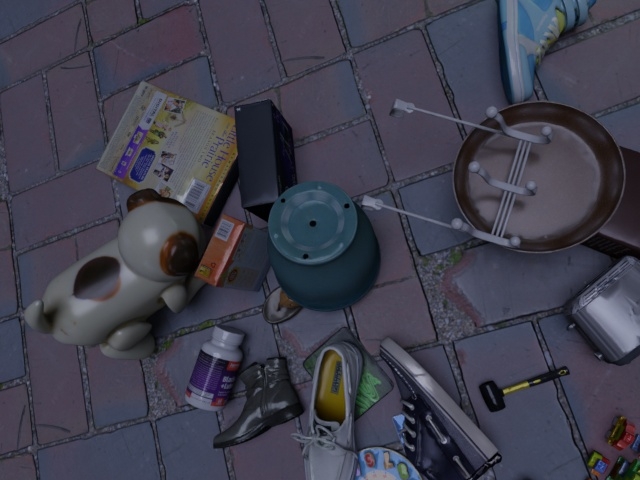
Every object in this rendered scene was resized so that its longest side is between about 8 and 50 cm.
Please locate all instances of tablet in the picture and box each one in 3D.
[{"bbox_3d":[0.204,0.440,1.018,0.054,0.006,0.083,-23,76,10],"label":"tablet"}]

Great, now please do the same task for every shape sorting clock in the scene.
[{"bbox_3d":[0.136,0.577,0.996,0.206,0.040,0.206,-3,80,15],"label":"shape sorting clock"}]

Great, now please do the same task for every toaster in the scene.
[{"bbox_3d":[0.615,0.132,0.893,0.227,0.129,0.146,-43,70,7],"label":"toaster"}]

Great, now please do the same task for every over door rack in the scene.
[{"bbox_3d":[0.253,-0.139,0.862,0.324,0.108,0.239,17,86,18],"label":"over door rack"}]

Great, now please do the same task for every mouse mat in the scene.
[{"bbox_3d":[0.064,0.326,1.077,0.153,0.007,0.189,-42,74,5],"label":"mouse mat"}]

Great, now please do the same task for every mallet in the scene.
[{"bbox_3d":[0.446,0.322,0.958,0.190,0.039,0.062,-15,76,9],"label":"mallet"}]

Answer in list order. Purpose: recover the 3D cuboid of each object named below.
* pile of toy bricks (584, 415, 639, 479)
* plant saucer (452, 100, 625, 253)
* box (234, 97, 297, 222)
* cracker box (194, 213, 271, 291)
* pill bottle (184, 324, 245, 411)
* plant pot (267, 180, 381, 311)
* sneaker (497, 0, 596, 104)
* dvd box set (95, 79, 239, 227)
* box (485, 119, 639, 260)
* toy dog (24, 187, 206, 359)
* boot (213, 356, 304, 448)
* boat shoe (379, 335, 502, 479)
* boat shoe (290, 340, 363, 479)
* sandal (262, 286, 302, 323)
[{"bbox_3d":[0.590,0.464,0.854,0.118,0.105,0.212,28,89,18],"label":"pile of toy bricks"},{"bbox_3d":[0.426,-0.125,0.888,0.311,0.050,0.310,-2,82,15],"label":"plant saucer"},{"bbox_3d":[-0.131,-0.194,1.125,0.103,0.184,0.261,-9,79,14],"label":"box"},{"bbox_3d":[-0.191,0.038,1.077,0.067,0.232,0.155,24,87,19],"label":"cracker box"},{"bbox_3d":[-0.260,0.316,1.114,0.108,0.108,0.193,17,86,18],"label":"pill bottle"},{"bbox_3d":[0.000,0.000,0.991,0.272,0.255,0.271,-2,70,6],"label":"plant pot"},{"bbox_3d":[0.525,-0.477,1.022,0.208,0.127,0.318,-2,81,17],"label":"sneaker"},{"bbox_3d":[-0.419,-0.258,1.281,0.421,0.062,0.307,25,88,18],"label":"dvd box set"},{"bbox_3d":[0.563,-0.101,0.941,0.382,0.143,0.191,25,89,16],"label":"box"},{"bbox_3d":[-0.457,0.060,1.076,0.408,0.395,0.284,-42,64,14],"label":"toy dog"},{"bbox_3d":[-0.171,0.400,1.101,0.247,0.083,0.161,-28,68,4],"label":"boot"},{"bbox_3d":[0.213,0.382,0.959,0.158,0.127,0.340,-42,73,-3],"label":"boat shoe"},{"bbox_3d":[0.016,0.411,0.982,0.136,0.156,0.366,7,82,25],"label":"boat shoe"},{"bbox_3d":[-0.055,0.137,1.113,0.219,0.060,0.089,-25,75,10],"label":"sandal"}]
